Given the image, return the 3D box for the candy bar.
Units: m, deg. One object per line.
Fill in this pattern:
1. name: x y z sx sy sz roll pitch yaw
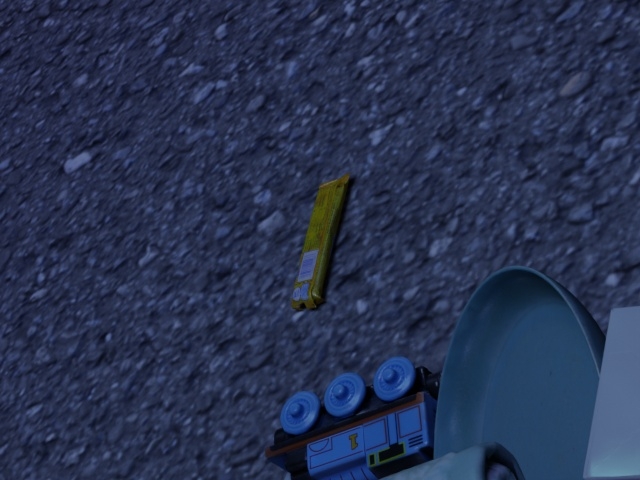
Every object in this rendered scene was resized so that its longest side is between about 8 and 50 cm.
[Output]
1. candy bar: 0.000 0.000 1.892 0.040 0.018 0.161 -16 47 37

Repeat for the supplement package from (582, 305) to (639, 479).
1. supplement package: 0.295 0.158 1.301 0.139 0.244 0.133 -7 52 32

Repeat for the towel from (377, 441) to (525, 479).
1. towel: 0.043 0.364 1.359 0.321 0.090 0.374 -25 67 30

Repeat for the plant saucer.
1. plant saucer: 0.163 0.177 1.441 0.317 0.044 0.317 -179 90 -70

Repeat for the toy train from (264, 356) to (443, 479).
1. toy train: 0.038 0.172 1.662 0.184 0.080 0.105 -22 50 26
